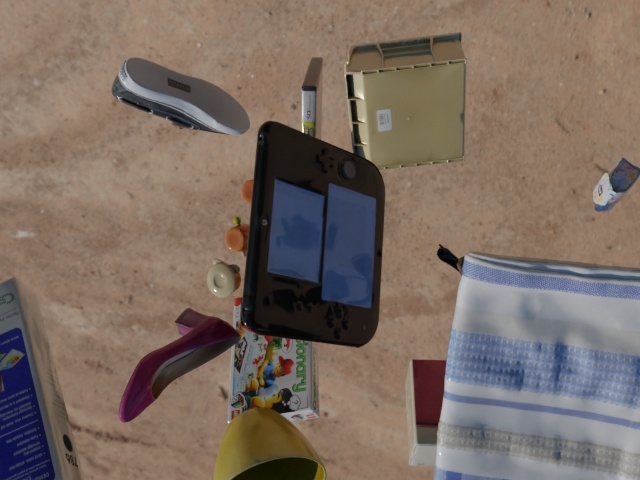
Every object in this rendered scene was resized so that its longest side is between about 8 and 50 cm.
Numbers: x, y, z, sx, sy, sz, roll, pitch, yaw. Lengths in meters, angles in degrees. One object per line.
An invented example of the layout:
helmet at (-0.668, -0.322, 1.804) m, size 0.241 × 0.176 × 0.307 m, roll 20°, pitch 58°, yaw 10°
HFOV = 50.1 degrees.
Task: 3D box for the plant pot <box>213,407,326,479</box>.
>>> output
plant pot at (-0.071, 0.260, 0.824) m, size 0.134 × 0.095 × 0.134 m, roll -12°, pitch 132°, yaw -13°

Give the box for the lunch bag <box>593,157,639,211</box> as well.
lunch bag at (0.531, -0.097, 1.239) m, size 0.053 × 0.083 × 0.071 m, roll 36°, pitch 157°, yaw 15°

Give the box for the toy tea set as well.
toy tea set at (-0.141, 0.011, 1.694) m, size 0.200 × 0.124 × 0.336 m, roll 24°, pitch 103°, yaw 22°

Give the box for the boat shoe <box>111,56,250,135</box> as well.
boat shoe at (-0.223, -0.213, 1.093) m, size 0.228 × 0.080 × 0.076 m, roll 15°, pitch 145°, yaw -38°

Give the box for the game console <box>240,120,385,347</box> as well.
game console at (0.000, 0.000, 1.303) m, size 0.060 × 0.386 × 0.342 m, roll -7°, pitch 164°, yaw 40°

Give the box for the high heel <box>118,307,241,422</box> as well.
high heel at (-0.248, 0.232, 1.213) m, size 0.117 × 0.244 × 0.082 m, roll 22°, pitch 141°, yaw 18°

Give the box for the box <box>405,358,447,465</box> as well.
box at (0.288, 0.438, 1.740) m, size 0.127 × 0.232 × 0.148 m, roll 1°, pitch 143°, yaw 1°

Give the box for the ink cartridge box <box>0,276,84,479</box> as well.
ink cartridge box at (-0.380, 0.218, 0.784) m, size 0.165 × 0.333 × 0.065 m, roll -23°, pitch 151°, yaw -5°

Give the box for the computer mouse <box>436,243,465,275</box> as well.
computer mouse at (0.325, 0.096, 1.295) m, size 0.184 × 0.060 × 0.262 m, roll 37°, pitch 177°, yaw -21°

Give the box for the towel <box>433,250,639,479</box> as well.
towel at (0.223, 0.155, 0.660) m, size 0.209 × 0.034 × 0.285 m, roll 7°, pitch 98°, yaw 4°

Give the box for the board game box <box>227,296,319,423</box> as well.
board game box at (-0.101, 0.252, 1.513) m, size 0.193 × 0.305 × 0.053 m, roll -13°, pitch 143°, yaw 14°

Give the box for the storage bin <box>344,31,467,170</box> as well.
storage bin at (0.192, -0.302, 1.532) m, size 0.260 × 0.123 × 0.262 m, roll -5°, pitch 131°, yaw 4°

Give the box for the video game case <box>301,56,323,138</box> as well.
video game case at (-0.018, -0.277, 1.614) m, size 0.035 × 0.275 × 0.248 m, roll 3°, pitch 118°, yaw 3°
